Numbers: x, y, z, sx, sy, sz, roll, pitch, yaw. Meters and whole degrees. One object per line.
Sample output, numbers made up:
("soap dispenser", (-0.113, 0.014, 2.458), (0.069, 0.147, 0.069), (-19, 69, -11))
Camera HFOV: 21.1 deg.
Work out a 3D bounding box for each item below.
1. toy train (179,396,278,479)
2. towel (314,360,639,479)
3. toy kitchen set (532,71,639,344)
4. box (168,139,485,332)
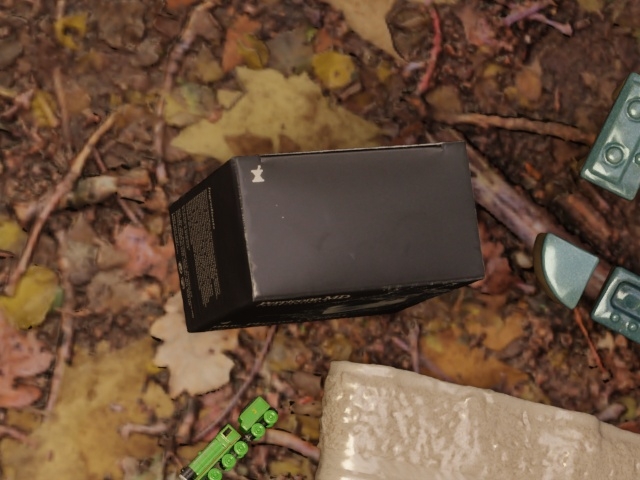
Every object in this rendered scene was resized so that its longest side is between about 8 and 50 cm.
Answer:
("toy train", (-0.061, 0.136, 1.135), (0.024, 0.017, 0.083), (44, 68, 4))
("towel", (0.122, 0.201, 1.170), (0.282, 0.049, 0.187), (15, 74, -16))
("toy kitchen set", (0.267, 0.003, 1.181), (0.207, 0.122, 0.166), (27, 91, 0))
("box", (0.000, 0.000, 1.108), (0.156, 0.158, 0.093), (-5, 81, -20))
